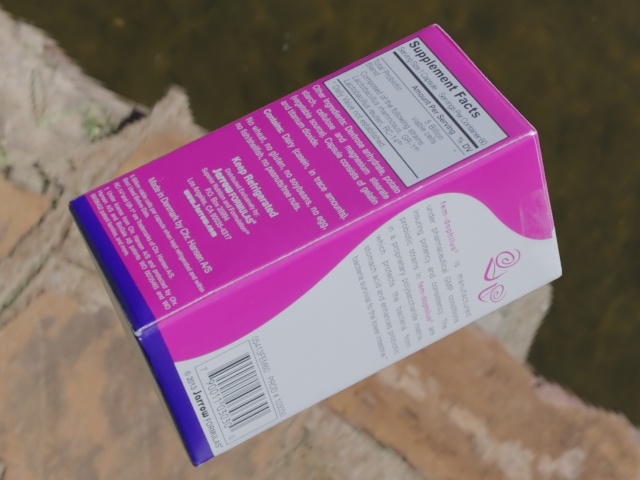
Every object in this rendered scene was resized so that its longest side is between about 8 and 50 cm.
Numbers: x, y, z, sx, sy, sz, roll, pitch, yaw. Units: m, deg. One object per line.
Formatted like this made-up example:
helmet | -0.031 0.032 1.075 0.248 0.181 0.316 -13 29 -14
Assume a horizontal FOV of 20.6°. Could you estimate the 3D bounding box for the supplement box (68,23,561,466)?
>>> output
supplement box | 0.000 0.000 0.906 0.220 0.111 0.114 -25 46 -9
